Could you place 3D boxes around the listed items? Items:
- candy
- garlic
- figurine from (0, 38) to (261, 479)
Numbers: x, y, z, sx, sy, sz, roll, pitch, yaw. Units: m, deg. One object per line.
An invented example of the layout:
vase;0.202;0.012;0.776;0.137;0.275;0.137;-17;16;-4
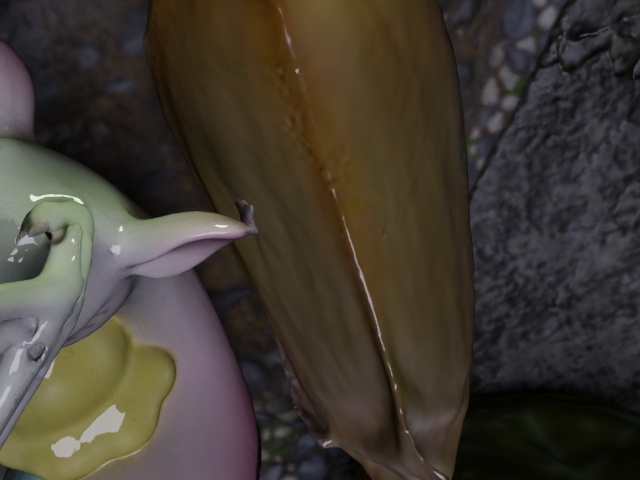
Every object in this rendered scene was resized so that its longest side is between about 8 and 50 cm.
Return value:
candy;0.140;0.180;0.568;0.260;0.260;0.118;-1;108;-11
garlic;0.004;0.007;0.498;0.151;0.196;0.338;-8;105;11
figurine;-0.140;0.071;0.411;0.284;0.206;0.315;-45;142;-28
